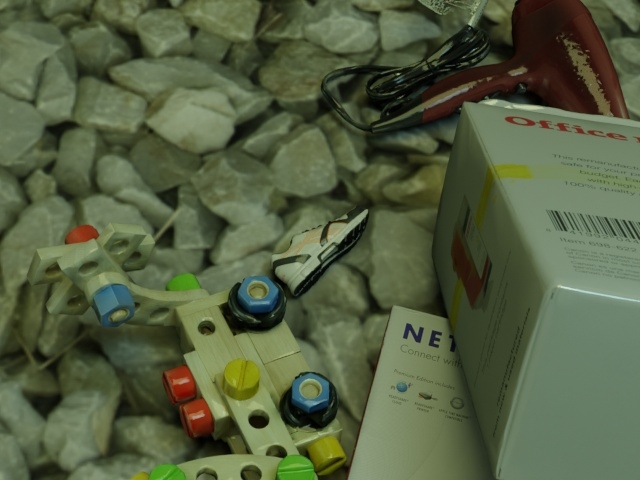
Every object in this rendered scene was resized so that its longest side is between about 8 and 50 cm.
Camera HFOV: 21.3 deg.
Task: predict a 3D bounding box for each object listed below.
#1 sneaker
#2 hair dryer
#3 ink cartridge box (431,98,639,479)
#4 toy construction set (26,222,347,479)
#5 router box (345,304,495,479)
[{"bbox_3d":[0.000,0.000,1.498,0.043,0.040,0.109,39,61,19],"label":"sneaker"},{"bbox_3d":[0.170,-0.150,1.612,0.293,0.080,0.224,24,74,15],"label":"hair dryer"},{"bbox_3d":[0.253,0.042,1.316,0.279,0.160,0.385,9,23,-7],"label":"ink cartridge box"},{"bbox_3d":[-0.102,0.131,1.349,0.215,0.151,0.328,-19,73,-18],"label":"toy construction set"},{"bbox_3d":[0.178,0.234,1.345,0.335,0.082,0.301,14,57,2],"label":"router box"}]
